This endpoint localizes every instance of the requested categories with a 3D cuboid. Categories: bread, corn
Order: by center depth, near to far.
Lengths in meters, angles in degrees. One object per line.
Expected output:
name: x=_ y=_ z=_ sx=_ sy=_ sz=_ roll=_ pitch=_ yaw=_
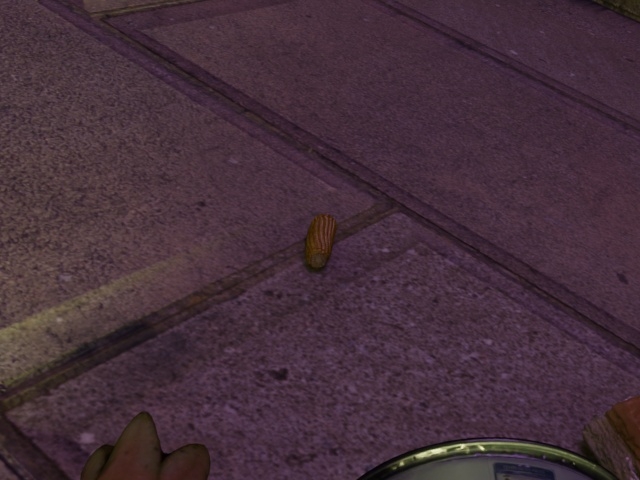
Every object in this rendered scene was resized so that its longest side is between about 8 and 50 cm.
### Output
bread: x=0.345 y=0.208 z=0.965 sx=0.125 sy=0.082 sz=0.106 roll=5 pitch=28 yaw=-21
corn: x=0.000 y=0.000 z=1.177 sx=0.037 sy=0.037 sz=0.092 roll=13 pitch=32 yaw=-4

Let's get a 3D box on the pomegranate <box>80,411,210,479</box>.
pomegranate: x=-0.128 y=0.265 z=0.545 sx=0.309 sy=0.216 sz=0.358 roll=-9 pitch=18 yaw=11

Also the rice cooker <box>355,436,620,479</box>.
rice cooker: x=0.111 y=0.263 z=0.634 sx=0.280 sy=0.241 sz=0.227 roll=-4 pitch=34 yaw=2
